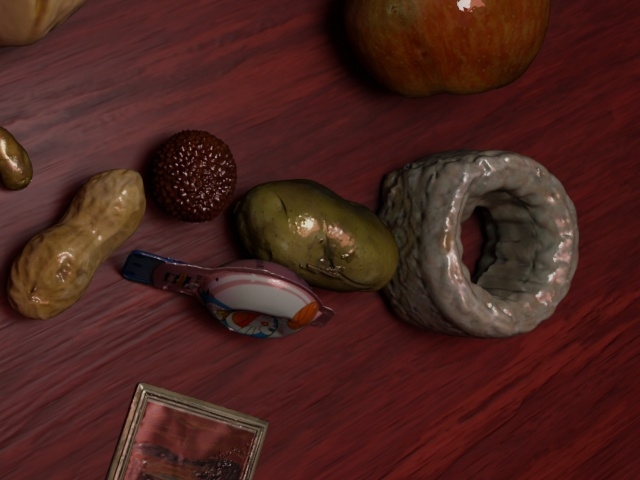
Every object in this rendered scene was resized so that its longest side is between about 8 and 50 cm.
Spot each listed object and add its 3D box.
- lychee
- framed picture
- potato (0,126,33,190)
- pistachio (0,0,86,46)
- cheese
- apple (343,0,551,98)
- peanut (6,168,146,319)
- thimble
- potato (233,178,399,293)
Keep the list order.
[{"bbox_3d":[-0.167,-0.080,1.421,0.123,0.123,0.129,-6,57,-30],"label":"lychee"},{"bbox_3d":[-0.195,0.351,1.460,0.216,0.016,0.273,21,79,-28],"label":"framed picture"},{"bbox_3d":[-0.390,-0.104,1.333,0.092,0.045,0.046,56,28,-15],"label":"potato"},{"bbox_3d":[-0.361,-0.382,1.245,0.229,0.238,0.321,-9,125,-35],"label":"pistachio"},{"bbox_3d":[-0.121,0.067,1.422,0.286,0.189,0.074,17,61,-13],"label":"cheese"},{"bbox_3d":[0.191,-0.319,1.545,0.309,0.277,0.250,-31,122,-11],"label":"apple"},{"bbox_3d":[-0.304,0.002,1.348,0.229,0.103,0.098,-53,126,-17],"label":"peanut"},{"bbox_3d":[0.229,-0.003,1.606,0.291,0.195,0.291,0,91,-31],"label":"thimble"},{"bbox_3d":[0.000,0.000,1.493,0.248,0.169,0.143,23,109,-31],"label":"potato"}]
